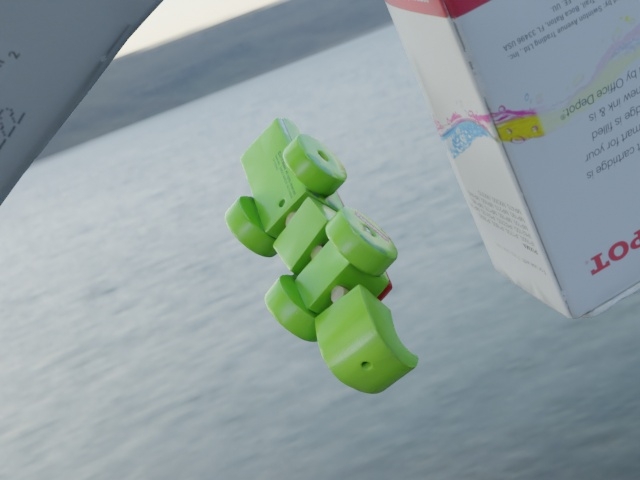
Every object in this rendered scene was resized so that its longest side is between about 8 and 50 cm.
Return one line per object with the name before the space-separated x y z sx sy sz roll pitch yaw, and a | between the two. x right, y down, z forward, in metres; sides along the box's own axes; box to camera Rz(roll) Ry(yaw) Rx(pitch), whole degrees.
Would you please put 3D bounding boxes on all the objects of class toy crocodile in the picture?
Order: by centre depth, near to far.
toy crocodile | 0.000 0.000 1.133 0.115 0.105 0.340 -49 38 16

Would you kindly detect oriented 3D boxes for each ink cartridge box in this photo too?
ink cartridge box | 0.187 -0.135 0.844 0.226 0.306 0.131 -29 25 -10

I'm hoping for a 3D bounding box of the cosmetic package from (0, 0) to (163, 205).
cosmetic package | -0.264 -0.207 0.592 0.161 0.453 0.230 13 -50 -46
